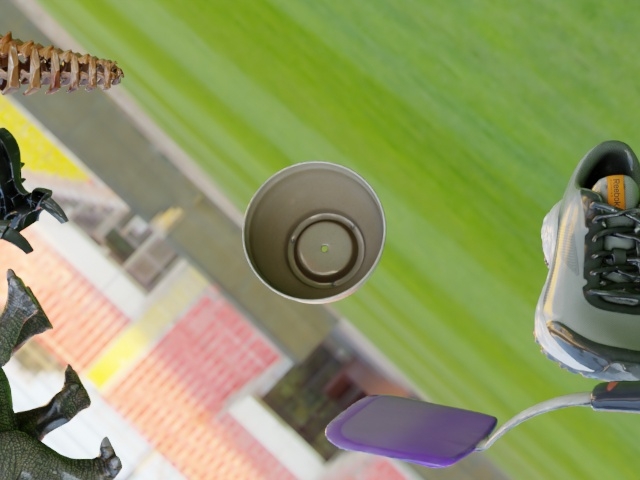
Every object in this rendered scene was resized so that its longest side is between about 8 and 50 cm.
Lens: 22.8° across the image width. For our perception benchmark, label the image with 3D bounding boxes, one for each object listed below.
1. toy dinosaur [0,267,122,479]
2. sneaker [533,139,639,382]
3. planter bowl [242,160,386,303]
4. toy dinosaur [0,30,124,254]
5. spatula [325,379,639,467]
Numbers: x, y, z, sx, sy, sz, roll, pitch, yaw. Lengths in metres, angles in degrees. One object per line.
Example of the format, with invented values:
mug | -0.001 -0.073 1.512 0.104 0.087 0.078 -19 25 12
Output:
toy dinosaur | -0.228 0.119 1.007 0.313 0.160 0.121 63 172 -5
sneaker | 0.230 0.016 1.290 0.100 0.108 0.271 9 -144 -3
planter bowl | 0.000 0.000 1.813 0.162 0.162 0.109 43 176 15
toy dinosaur | -0.310 -0.083 1.243 0.322 0.164 0.218 -6 110 42
spatula | 0.136 0.098 0.895 0.084 0.297 0.030 -28 -75 -55
